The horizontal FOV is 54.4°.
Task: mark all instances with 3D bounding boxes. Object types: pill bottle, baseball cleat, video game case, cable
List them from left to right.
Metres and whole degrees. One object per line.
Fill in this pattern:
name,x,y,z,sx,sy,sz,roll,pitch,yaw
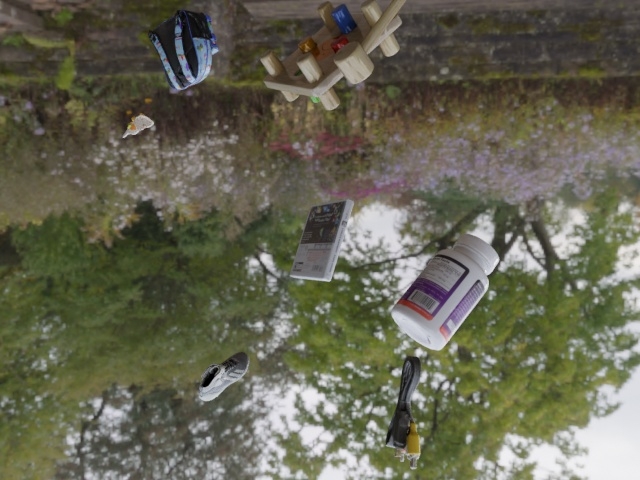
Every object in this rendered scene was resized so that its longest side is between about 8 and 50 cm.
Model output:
baseball cleat,-0.277,0.383,1.828,0.072,0.109,0.206,26,-136,18
video game case,0.000,0.000,1.335,0.022,0.173,0.190,20,171,-22
cable,0.234,0.455,1.664,0.072,0.287,0.139,13,169,-13
pill bottle,0.220,0.084,1.072,0.193,0.108,0.108,-48,-154,-15

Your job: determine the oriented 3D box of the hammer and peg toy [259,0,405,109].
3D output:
hammer and peg toy,0.050,-0.398,1.319,0.266,0.127,0.361,-44,-147,-12

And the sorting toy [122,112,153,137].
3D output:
sorting toy,-0.540,-0.326,1.805,0.075,0.045,0.083,-33,-169,29

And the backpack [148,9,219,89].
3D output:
backpack,-0.336,-0.476,1.580,0.158,0.173,0.117,-15,-178,40
